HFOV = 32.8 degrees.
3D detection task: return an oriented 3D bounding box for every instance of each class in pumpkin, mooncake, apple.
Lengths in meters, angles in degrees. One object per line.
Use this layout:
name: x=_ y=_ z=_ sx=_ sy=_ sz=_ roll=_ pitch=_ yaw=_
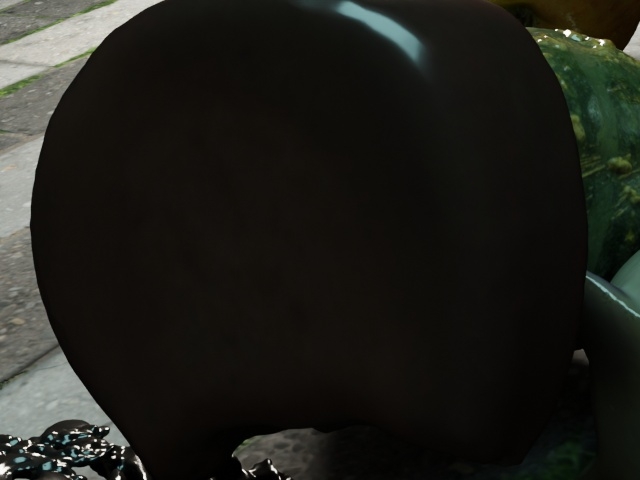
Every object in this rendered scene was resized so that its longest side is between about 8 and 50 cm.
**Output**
pumpkin: x=0.115 y=-0.032 z=0.823 sx=0.328 sy=0.257 sz=0.291 roll=-16 pitch=-23 yaw=36
mooncake: x=0.000 y=0.000 z=0.628 sx=0.334 sy=0.326 sz=0.174 roll=50 pitch=29 yaw=15
apple: x=0.283 y=-0.342 z=1.399 sx=0.301 sy=0.301 sz=0.301 roll=-8 pitch=26 yaw=4

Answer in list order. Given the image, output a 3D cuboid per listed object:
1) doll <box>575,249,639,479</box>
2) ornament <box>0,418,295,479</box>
doll: x=0.338 y=0.055 z=0.663 sx=0.370 sy=0.215 sz=0.226 roll=-24 pitch=29 yaw=-21
ornament: x=-0.119 y=0.184 z=0.699 sx=0.251 sy=0.106 sz=0.260 roll=-7 pitch=17 yaw=-11
